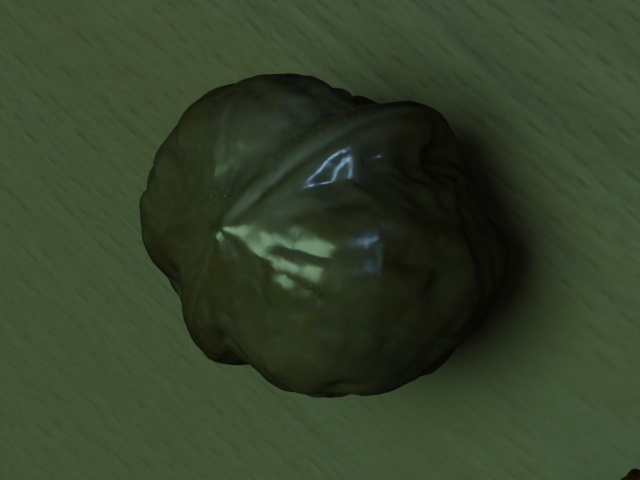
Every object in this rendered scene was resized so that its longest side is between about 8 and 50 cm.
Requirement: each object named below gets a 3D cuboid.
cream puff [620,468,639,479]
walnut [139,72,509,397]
[{"bbox_3d":[0.283,0.262,1.284,0.303,0.212,0.303,3,94,40],"label":"cream puff"},{"bbox_3d":[-0.001,-0.003,1.466,0.227,0.273,0.273,-26,74,34],"label":"walnut"}]
